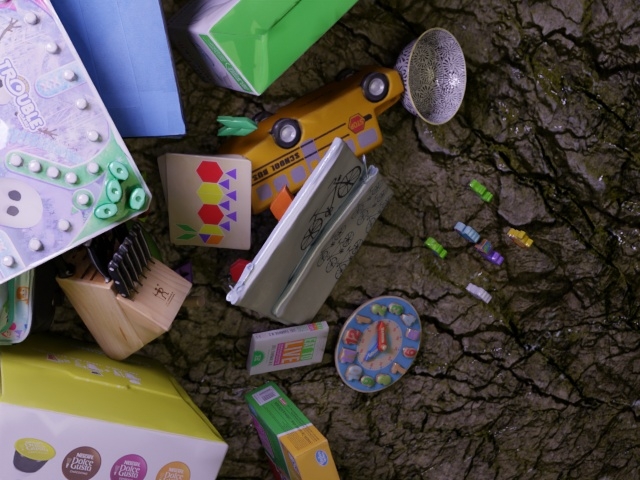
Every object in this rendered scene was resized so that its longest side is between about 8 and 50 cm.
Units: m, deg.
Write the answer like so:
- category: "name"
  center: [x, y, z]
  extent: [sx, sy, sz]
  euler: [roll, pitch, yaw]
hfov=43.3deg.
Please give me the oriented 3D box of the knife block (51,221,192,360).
- category: "knife block"
  center: [-0.327, 0.052, 1.178]
  extent: [0.242, 0.276, 0.088]
  euler: [37, 53, -17]

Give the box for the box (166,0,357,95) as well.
- category: "box"
  center: [-0.080, -0.356, 1.220]
  extent: [0.262, 0.231, 0.127]
  euler: [-45, 120, -8]

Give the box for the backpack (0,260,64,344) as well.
- category: "backpack"
  center: [-0.506, 0.033, 1.113]
  extent: [0.254, 0.191, 0.225]
  euler: [6, 94, 8]

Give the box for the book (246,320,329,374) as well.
- category: "book"
  center: [-0.062, 0.196, 1.489]
  extent: [0.144, 0.035, 0.096]
  euler: [-8, 136, -22]

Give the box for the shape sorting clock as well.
- category: "shape sorting clock"
  center: [0.119, 0.208, 1.605]
  extent: [0.206, 0.040, 0.206]
  euler: [-8, 109, -25]

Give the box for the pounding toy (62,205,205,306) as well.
- category: "pounding toy"
  center: [-0.294, 0.009, 1.275]
  extent: [0.237, 0.183, 0.110]
  euler: [45, 50, -28]

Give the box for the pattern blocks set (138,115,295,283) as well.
- category: "pattern blocks set"
  center: [-0.179, -0.060, 1.298]
  extent: [0.285, 0.026, 0.324]
  euler: [12, 124, -3]

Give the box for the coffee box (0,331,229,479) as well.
- category: "coffee box"
  center: [-0.395, 0.348, 1.203]
  extent: [0.338, 0.338, 0.334]
  euler: [20, 94, -31]

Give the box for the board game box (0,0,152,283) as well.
- category: "board game box"
  center: [-0.459, -0.126, 0.958]
  extent: [0.390, 0.050, 0.390]
  euler: [-28, 101, -13]

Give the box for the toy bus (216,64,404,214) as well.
- category: "toy bus"
  center: [-0.009, -0.182, 1.380]
  extent: [0.333, 0.108, 0.130]
  euler: [-30, 116, -17]

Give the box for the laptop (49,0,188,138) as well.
- category: "laptop"
  center: [-0.437, -0.275, 1.033]
  extent: [0.408, 0.236, 0.382]
  euler: [-25, 119, -31]

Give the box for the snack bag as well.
- category: "snack bag"
  center: [0.000, 0.000, 1.373]
  extent: [0.323, 0.037, 0.342]
  euler: [-56, 159, -2]

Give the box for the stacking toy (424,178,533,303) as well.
- category: "stacking toy"
  center: [0.322, 0.004, 1.649]
  extent: [0.221, 0.052, 0.167]
  euler: [42, 82, -29]

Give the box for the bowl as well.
- category: "bowl"
  center: [0.182, -0.294, 1.453]
  extent: [0.170, 0.080, 0.170]
  euler: [-10, 104, -44]

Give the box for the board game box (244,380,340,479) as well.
- category: "board game box"
  center: [-0.025, 0.447, 1.484]
  extent: [0.064, 0.242, 0.316]
  euler: [-25, 114, -18]
